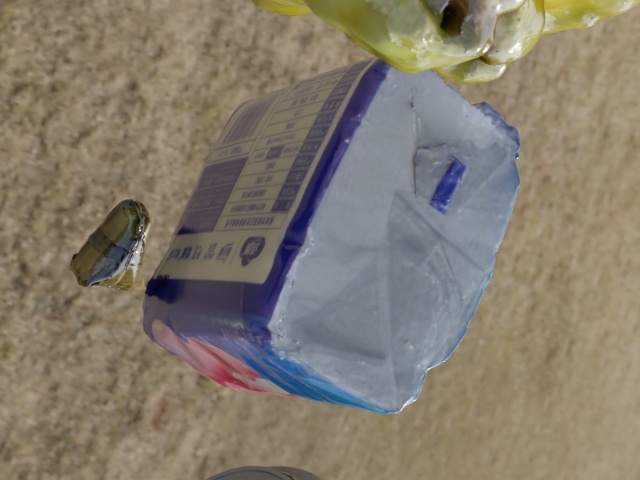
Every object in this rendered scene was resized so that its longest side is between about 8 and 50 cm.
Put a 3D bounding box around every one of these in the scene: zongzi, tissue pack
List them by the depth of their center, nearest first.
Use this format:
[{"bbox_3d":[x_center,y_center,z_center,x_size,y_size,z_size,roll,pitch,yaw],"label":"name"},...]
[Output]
[{"bbox_3d":[0.000,0.000,0.906,0.137,0.270,0.209,27,77,-20],"label":"tissue pack"},{"bbox_3d":[-0.140,0.008,1.037,0.076,0.040,0.083,-46,144,18],"label":"zongzi"}]

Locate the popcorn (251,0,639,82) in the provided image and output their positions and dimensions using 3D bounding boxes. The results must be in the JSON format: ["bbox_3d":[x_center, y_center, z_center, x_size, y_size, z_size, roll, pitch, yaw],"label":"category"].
[{"bbox_3d":[0.042,-0.159,0.476,0.203,0.226,0.200,-12,120,-80],"label":"popcorn"}]

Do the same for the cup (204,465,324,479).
[{"bbox_3d":[-0.035,0.376,1.332,0.237,0.323,0.327,-48,124,-14],"label":"cup"}]
